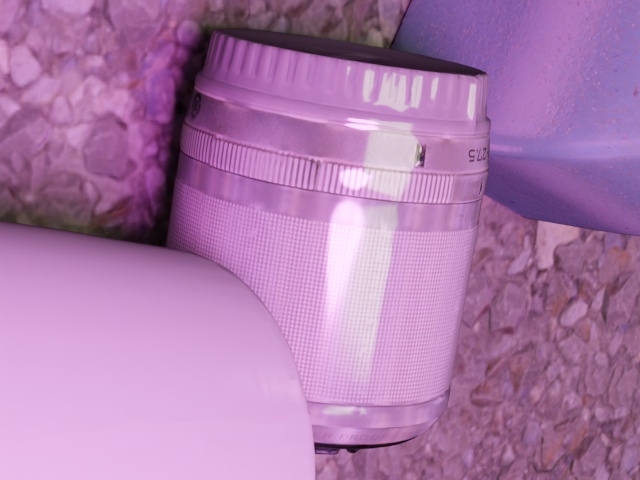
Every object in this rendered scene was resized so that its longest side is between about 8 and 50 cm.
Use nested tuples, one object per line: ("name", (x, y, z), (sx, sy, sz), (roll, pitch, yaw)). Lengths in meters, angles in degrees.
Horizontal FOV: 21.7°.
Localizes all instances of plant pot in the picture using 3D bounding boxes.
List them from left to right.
("plant pot", (0.238, -0.139, 1.332), (0.248, 0.252, 0.247), (25, 86, -43))

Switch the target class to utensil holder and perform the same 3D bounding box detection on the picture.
("utensil holder", (-0.243, 0.138, 0.960), (0.385, 0.327, 0.328), (8, 99, -45))

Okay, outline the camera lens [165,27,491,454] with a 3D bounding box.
("camera lens", (0.000, 0.000, 1.189), (0.219, 0.219, 0.274), (0, 104, -41))
